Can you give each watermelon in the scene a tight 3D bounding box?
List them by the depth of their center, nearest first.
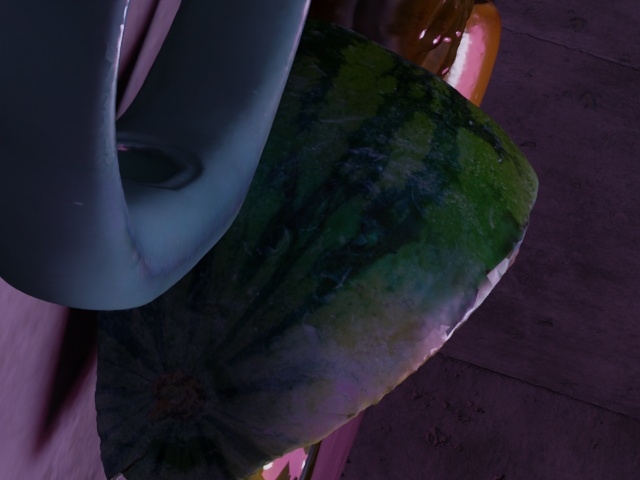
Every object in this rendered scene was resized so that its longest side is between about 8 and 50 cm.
[{"bbox_3d":[-0.019,-0.009,0.629,0.128,0.146,0.231,-9,-148,52],"label":"watermelon"}]

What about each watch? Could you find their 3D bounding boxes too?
[{"bbox_3d":[-0.052,-0.084,0.491,0.237,0.068,0.195,-45,150,-68],"label":"watch"}]

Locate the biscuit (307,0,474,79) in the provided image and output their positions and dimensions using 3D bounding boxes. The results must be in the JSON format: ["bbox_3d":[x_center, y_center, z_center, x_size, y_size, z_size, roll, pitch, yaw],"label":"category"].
[{"bbox_3d":[0.074,-0.245,0.941,0.332,0.103,0.332,19,90,-84],"label":"biscuit"}]

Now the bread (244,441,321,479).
[{"bbox_3d":[-0.051,0.179,1.116,0.233,0.088,0.161,83,30,-69],"label":"bread"}]

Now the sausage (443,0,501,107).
[{"bbox_3d":[0.057,-0.059,1.276,0.134,0.116,0.354,-121,-132,-62],"label":"sausage"}]

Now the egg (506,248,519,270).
[{"bbox_3d":[0.147,-0.010,1.774,0.203,0.203,0.245,-59,170,-65],"label":"egg"}]
